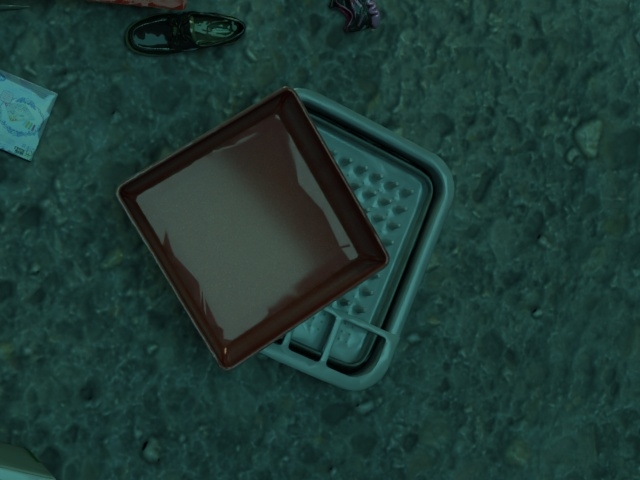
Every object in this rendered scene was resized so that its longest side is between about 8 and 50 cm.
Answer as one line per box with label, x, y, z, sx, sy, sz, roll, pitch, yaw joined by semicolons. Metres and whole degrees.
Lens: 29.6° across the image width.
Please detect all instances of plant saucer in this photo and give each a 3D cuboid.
plant saucer;-0.082;-0.015;1.473;0.259;0.048;0.258;-33;99;-19

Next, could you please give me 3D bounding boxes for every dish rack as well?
dish rack;0.000;0.000;1.565;0.286;0.072;0.332;26;80;-18

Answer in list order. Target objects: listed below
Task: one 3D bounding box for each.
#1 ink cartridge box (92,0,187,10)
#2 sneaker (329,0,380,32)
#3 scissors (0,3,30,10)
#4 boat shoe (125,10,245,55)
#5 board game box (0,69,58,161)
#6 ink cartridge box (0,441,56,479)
ink cartridge box;-0.330;-0.430;1.372;0.385;0.091;0.308;5;101;-9
sneaker;0.035;-0.330;1.602;0.057;0.047;0.119;-22;96;-8
scissors;-0.476;-0.269;1.376;0.297;0.109;0.021;-14;62;-20
boat shoe;-0.167;-0.264;1.517;0.152;0.049;0.056;-12;94;-20
board game box;-0.374;-0.152;1.454;0.090;0.020;0.090;23;82;-18
ink cartridge box;-0.405;0.371;1.333;0.122;0.211;0.289;18;84;-21
